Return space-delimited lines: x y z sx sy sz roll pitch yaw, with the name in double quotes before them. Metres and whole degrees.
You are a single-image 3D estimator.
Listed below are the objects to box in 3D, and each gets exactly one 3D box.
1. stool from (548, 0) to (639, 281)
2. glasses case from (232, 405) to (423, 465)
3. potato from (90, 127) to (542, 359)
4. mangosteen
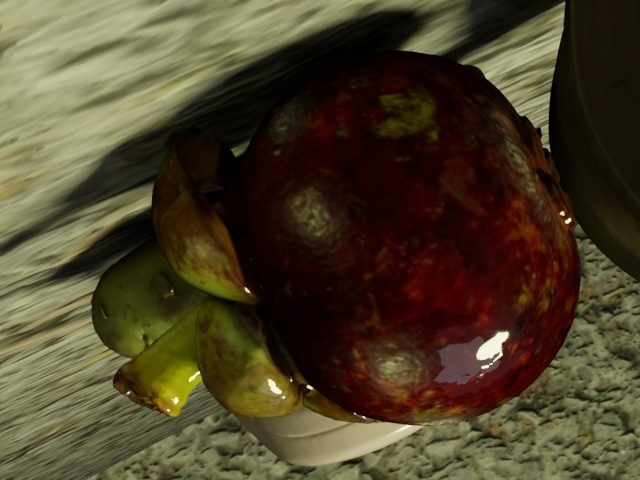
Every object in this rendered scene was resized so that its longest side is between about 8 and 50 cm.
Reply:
"stool" 0.180 -0.062 0.658 0.179 0.179 0.264 -29 173 4
"glasses case" -0.006 0.051 0.920 0.113 0.075 0.297 -26 -166 -10
"potato" 0.000 0.000 0.787 0.225 0.090 0.117 -22 -179 4
"mangosteen" 0.011 0.005 0.666 0.181 0.156 0.146 -22 -163 32
